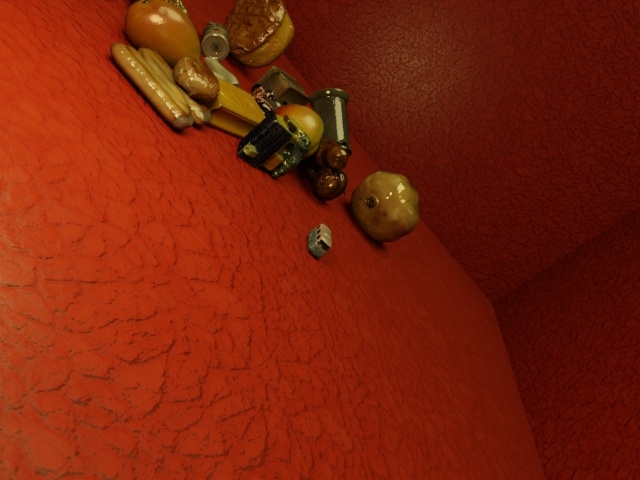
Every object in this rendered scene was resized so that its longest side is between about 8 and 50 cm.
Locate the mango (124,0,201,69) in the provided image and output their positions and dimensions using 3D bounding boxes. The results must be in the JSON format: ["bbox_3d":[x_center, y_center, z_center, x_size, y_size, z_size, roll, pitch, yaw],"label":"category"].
[{"bbox_3d":[-0.486,-0.651,1.561,0.255,0.175,0.139,23,33,-41],"label":"mango"}]

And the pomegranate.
[{"bbox_3d":[0.294,-0.154,2.267,0.332,0.333,0.332,43,20,-21],"label":"pomegranate"}]

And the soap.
[{"bbox_3d":[-0.324,-0.469,1.727,0.204,0.096,0.324,57,20,17],"label":"soap"}]

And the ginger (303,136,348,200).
[{"bbox_3d":[0.018,-0.311,2.085,0.176,0.253,0.418,3,24,-16],"label":"ginger"}]

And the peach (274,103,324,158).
[{"bbox_3d":[-0.105,-0.422,1.927,0.231,0.231,0.231,43,20,-21],"label":"peach"}]

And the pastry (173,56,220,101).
[{"bbox_3d":[-0.371,-0.487,1.496,0.153,0.081,0.153,44,18,-18],"label":"pastry"}]

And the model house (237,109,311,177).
[{"bbox_3d":[-0.161,-0.329,1.687,0.170,0.194,0.211,56,19,7],"label":"model house"}]

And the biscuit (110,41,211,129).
[{"bbox_3d":[-0.457,-0.446,1.437,0.290,0.062,0.237,49,18,-8],"label":"biscuit"}]

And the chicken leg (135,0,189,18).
[{"bbox_3d":[-0.554,-0.792,1.765,0.212,0.140,0.360,-14,75,-47],"label":"chicken leg"}]

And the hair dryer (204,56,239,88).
[{"bbox_3d":[-0.442,-0.660,1.896,0.206,0.075,0.237,51,26,24],"label":"hair dryer"}]

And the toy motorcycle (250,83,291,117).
[{"bbox_3d":[-0.193,-0.552,2.126,0.401,0.134,0.207,6,54,-62],"label":"toy motorcycle"}]

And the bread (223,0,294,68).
[{"bbox_3d":[-0.308,-1.016,2.378,0.215,0.398,0.398,35,24,-52],"label":"bread"}]

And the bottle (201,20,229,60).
[{"bbox_3d":[-0.457,-0.876,2.144,0.120,0.120,0.253,37,22,-34],"label":"bottle"}]

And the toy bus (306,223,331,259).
[{"bbox_3d":[0.000,0.000,1.626,0.060,0.075,0.123,44,20,-20],"label":"toy bus"}]

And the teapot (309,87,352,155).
[{"bbox_3d":[0.035,-0.544,2.448,0.201,0.271,0.336,6,74,-37],"label":"teapot"}]

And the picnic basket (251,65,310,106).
[{"bbox_3d":[-0.184,-0.697,2.353,0.139,0.165,0.267,55,19,13],"label":"picnic basket"}]
